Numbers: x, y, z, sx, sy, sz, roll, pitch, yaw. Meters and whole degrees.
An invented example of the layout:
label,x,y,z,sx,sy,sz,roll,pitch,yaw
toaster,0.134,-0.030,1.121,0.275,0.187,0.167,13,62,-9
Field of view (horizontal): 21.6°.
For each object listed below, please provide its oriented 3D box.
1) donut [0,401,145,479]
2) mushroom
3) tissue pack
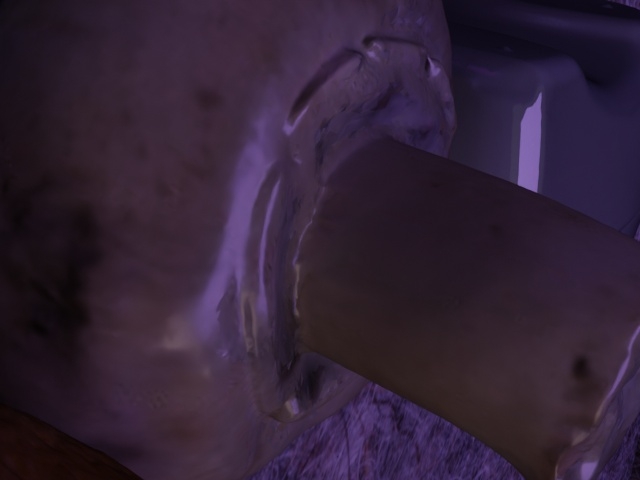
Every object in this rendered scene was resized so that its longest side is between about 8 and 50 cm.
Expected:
label,x,y,z,sx,sy,sz,roll,pitch,yaw
donut,-0.170,0.204,0.617,0.299,0.150,0.317,-50,173,34
mushroom,0.000,0.000,0.766,0.314,0.336,0.314,-44,149,-37
tissue pack,0.088,-0.037,1.089,0.333,0.229,0.236,-30,130,-61
